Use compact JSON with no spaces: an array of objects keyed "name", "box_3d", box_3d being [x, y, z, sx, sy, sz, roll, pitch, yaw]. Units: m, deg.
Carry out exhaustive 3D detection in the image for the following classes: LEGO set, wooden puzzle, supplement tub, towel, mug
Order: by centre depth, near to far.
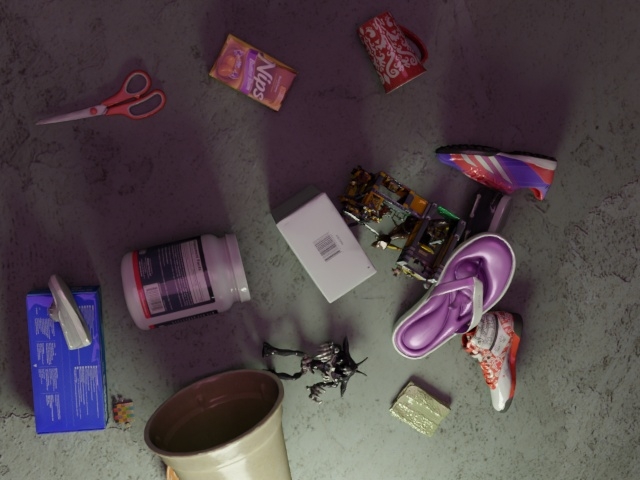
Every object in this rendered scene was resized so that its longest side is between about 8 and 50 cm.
[{"name":"supplement tub","box_3d":[-0.316,0.092,1.698,0.272,0.191,0.191,-13,100,-7]},{"name":"LEGO set","box_3d":[0.170,-0.011,1.726,0.331,0.255,0.192,33,76,-19]},{"name":"mug","box_3d":[0.173,-0.460,1.747,0.113,0.150,0.169,-26,99,33]},{"name":"wooden puzzle","box_3d":[-0.496,0.433,1.818,0.049,0.006,0.083,-6,99,-8]},{"name":"towel","box_3d":[0.267,0.453,1.925,0.148,0.027,0.110,34,93,-12]}]

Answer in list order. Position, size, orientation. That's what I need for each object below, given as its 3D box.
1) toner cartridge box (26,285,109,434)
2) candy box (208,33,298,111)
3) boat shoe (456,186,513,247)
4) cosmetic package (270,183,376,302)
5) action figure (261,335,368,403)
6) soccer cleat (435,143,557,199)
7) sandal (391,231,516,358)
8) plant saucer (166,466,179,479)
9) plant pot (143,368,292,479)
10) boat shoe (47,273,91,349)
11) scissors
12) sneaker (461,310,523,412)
[{"name":"toner cartridge box","box_3d":[-0.609,0.287,1.744,0.165,0.075,0.347,-2,99,-10]},{"name":"candy box","box_3d":[-0.160,-0.398,1.718,0.187,0.053,0.109,26,93,-13]},{"name":"boat shoe","box_3d":[0.398,0.011,1.846,0.091,0.114,0.302,28,106,27]},{"name":"cosmetic package","box_3d":[0.000,0.000,1.714,0.138,0.224,0.224,-34,102,0]},{"name":"action figure","box_3d":[-0.010,0.323,1.808,0.276,0.141,0.164,3,97,-6]},{"name":"soccer cleat","box_3d":[0.440,-0.176,1.818,0.318,0.108,0.116,6,102,-12]},{"name":"sandal","box_3d":[0.336,0.162,1.784,0.169,0.102,0.416,33,116,-6]},{"name":"plant saucer","box_3d":[-0.295,0.591,1.857,0.200,0.037,0.199,-1,98,-9]},{"name":"plant pot","box_3d":[-0.205,0.522,1.705,0.334,0.334,0.305,-19,109,-5]},{"name":"boat shoe","box_3d":[-0.593,0.168,1.662,0.063,0.066,0.184,-22,111,-6]},{"name":"scissors","box_3d":[-0.512,-0.300,1.695,0.297,0.021,0.109,-28,103,-5]},{"name":"sneaker","box_3d":[0.439,0.316,1.900,0.145,0.090,0.269,7,94,-8]}]
